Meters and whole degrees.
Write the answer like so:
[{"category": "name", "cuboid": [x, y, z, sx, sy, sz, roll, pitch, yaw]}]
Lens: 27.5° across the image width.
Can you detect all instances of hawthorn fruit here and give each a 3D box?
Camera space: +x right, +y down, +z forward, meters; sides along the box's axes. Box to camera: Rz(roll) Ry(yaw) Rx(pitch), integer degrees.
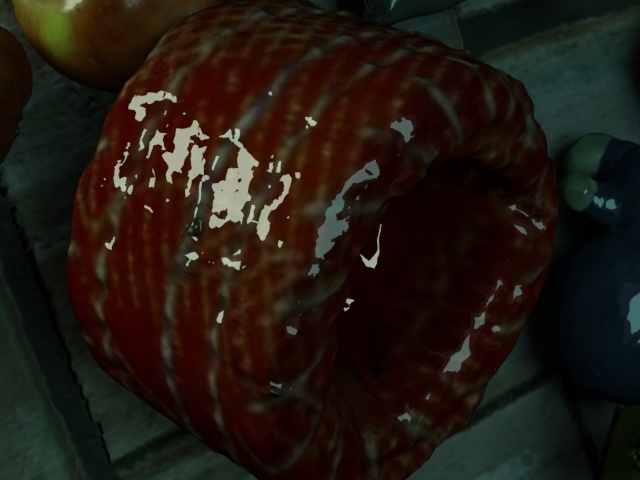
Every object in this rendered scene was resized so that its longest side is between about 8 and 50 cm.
[{"category": "hawthorn fruit", "cuboid": [-0.267, -0.104, 0.933, 0.128, 0.128, 0.128, 3, 85, -32]}]

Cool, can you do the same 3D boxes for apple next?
[{"category": "apple", "cuboid": [-0.150, -0.192, 0.993, 0.139, 0.163, 0.163, 16, 77, -55]}]

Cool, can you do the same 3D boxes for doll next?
[{"category": "doll", "cuboid": [0.313, 0.034, 1.287, 0.228, 0.154, 0.258, 28, 79, -32]}]

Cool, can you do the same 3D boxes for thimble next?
[{"category": "thimble", "cuboid": [0.000, 0.000, 0.971, 0.350, 0.230, 0.350, -31, 133, -40]}]

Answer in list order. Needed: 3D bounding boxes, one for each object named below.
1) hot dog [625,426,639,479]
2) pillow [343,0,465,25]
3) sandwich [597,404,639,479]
[{"category": "hot dog", "cuboid": [0.388, 0.211, 1.218, 0.269, 0.072, 0.115, 15, 77, -31]}, {"category": "pillow", "cuboid": [0.129, -0.338, 1.218, 0.326, 0.101, 0.228, -22, 101, -30]}, {"category": "sandwich", "cuboid": [0.306, 0.264, 1.269, 0.144, 0.117, 0.187, -14, 94, -36]}]
